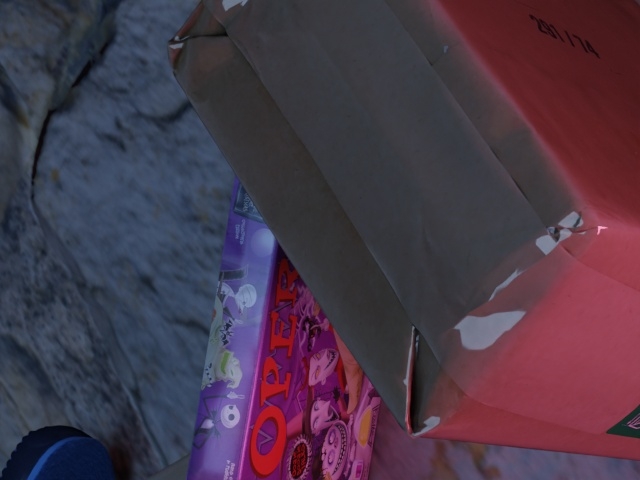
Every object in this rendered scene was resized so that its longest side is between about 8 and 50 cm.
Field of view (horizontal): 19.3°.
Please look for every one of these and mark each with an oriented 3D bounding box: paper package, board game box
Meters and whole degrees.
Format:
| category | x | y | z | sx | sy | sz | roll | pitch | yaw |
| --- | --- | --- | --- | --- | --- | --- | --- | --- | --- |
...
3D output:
| category | x | y | z | sx | sy | sz | roll | pitch | yaw |
| --- | --- | --- | --- | --- | --- | --- | --- | --- | --- |
| paper package | 0.123 | -0.031 | 1.117 | 0.168 | 0.325 | 0.309 | -48 | 55 | 24 |
| board game box | 0.000 | 0.000 | 1.297 | 0.056 | 0.208 | 0.347 | 9 | 89 | 30 |

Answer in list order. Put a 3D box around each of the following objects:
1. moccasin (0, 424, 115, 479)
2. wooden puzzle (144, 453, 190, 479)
| category | x | y | z | sx | sy | sz | roll | pitch | yaw |
| --- | --- | --- | --- | --- | --- | --- | --- | --- | --- |
| moccasin | -0.269 | 0.306 | 1.528 | 0.117 | 0.137 | 0.342 | 23 | 97 | 45 |
| wooden puzzle | -0.104 | 0.270 | 1.381 | 0.221 | 0.044 | 0.239 | -35 | 36 | 51 |
